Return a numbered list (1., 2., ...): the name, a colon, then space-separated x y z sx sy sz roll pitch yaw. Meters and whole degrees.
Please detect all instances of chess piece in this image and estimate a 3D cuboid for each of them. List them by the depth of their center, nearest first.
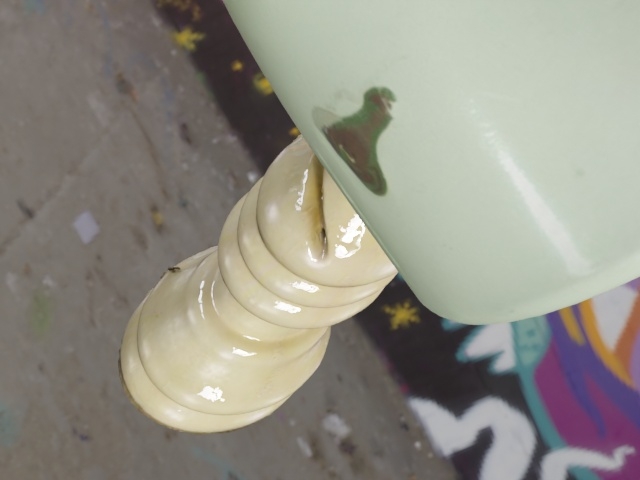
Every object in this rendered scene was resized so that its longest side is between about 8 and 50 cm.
1. chess piece: 0.000 0.000 0.702 0.138 0.307 0.124 9 57 -26

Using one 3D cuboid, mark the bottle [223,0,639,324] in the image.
1. bottle: 0.021 -0.157 0.431 0.352 0.229 0.229 53 21 -12
